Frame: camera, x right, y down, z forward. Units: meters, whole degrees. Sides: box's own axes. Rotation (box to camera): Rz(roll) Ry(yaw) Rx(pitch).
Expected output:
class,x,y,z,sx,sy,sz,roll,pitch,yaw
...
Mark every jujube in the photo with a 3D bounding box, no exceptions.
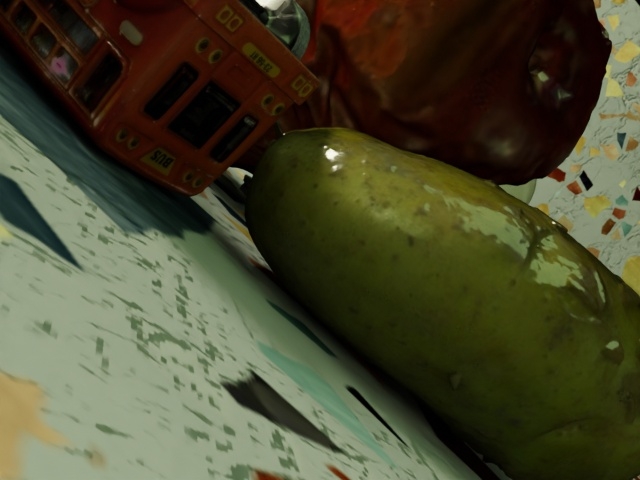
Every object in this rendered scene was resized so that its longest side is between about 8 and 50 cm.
class,x,y,z,sx,sy,sz,roll,pitch,yaw
jujube,0.018,-0.124,0.663,0.342,0.216,0.216,25,-10,49

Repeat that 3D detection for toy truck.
class,x,y,z,sx,sy,sz,roll,pitch,yaw
toy truck,-0.117,-0.141,0.519,0.253,0.114,0.107,46,7,29

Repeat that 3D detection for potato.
class,x,y,z,sx,sy,sz,roll,pitch,yaw
potato,0.069,0.026,0.516,0.251,0.113,0.149,41,-2,-1

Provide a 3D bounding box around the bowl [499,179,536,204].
class,x,y,z,sx,sy,sz,roll,pitch,yaw
bowl,0.069,-0.080,1.078,0.277,0.145,0.277,35,-24,18

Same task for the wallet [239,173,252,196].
class,x,y,z,sx,sy,sz,roll,pitch,yaw
wallet,0.000,0.000,0.781,0.103,0.020,0.196,42,4,9
